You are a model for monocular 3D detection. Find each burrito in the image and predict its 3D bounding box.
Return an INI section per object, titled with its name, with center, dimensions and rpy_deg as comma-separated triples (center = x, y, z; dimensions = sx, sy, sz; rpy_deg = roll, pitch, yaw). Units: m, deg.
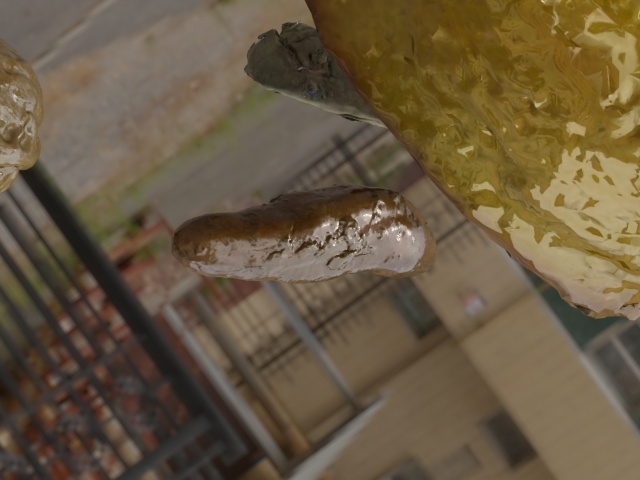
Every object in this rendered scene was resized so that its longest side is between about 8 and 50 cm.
[burrito]
center = 0.027, -0.097, 1.041
dimensions = 0.042, 0.171, 0.051
rpy_deg = 34, 81, -52

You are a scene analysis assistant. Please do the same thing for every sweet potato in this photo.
[sweet potato]
center = 0.011, -0.008, 1.640
dimensions = 0.355, 0.095, 0.106
rpy_deg = 2, 142, -45

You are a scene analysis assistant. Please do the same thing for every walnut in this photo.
[walnut]
center = -0.374, -0.122, 1.674
dimensions = 0.213, 0.213, 0.213
rpy_deg = -36, 178, -2

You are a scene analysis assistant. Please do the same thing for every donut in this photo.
[donut]
center = 0.115, -0.099, 0.562
dimensions = 0.253, 0.253, 0.118
rpy_deg = -35, -177, -27
